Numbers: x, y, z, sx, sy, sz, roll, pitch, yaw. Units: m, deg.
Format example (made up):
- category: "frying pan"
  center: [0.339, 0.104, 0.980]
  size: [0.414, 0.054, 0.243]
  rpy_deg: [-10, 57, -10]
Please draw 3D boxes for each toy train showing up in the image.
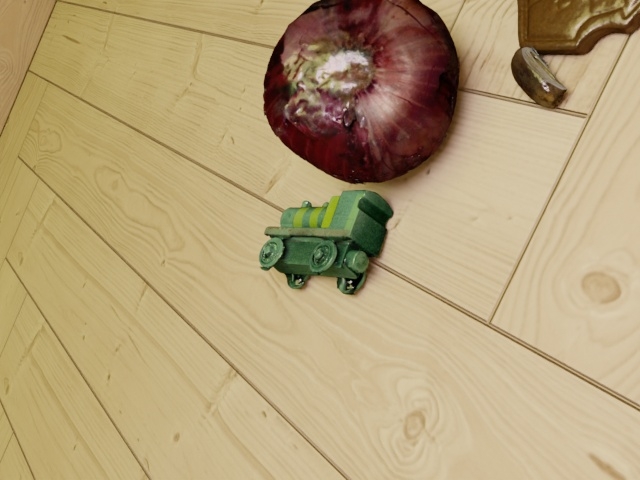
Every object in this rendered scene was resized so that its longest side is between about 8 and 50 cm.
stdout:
- category: "toy train"
  center: [-0.001, 0.000, 0.912]
  size: [0.200, 0.083, 0.132]
  rpy_deg: [4, 67, 47]

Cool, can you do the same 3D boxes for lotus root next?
- category: "lotus root"
  center: [0.240, -0.184, 0.749]
  size: [0.083, 0.030, 0.037]
  rpy_deg: [64, 151, 29]

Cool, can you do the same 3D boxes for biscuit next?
- category: "biscuit"
  center: [0.316, -0.302, 0.728]
  size: [0.215, 0.034, 0.182]
  rpy_deg: [-14, 65, 42]

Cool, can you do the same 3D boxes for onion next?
- category: "onion"
  center: [0.052, -0.191, 0.845]
  size: [0.251, 0.219, 0.252]
  rpy_deg: [0, 90, 4]
